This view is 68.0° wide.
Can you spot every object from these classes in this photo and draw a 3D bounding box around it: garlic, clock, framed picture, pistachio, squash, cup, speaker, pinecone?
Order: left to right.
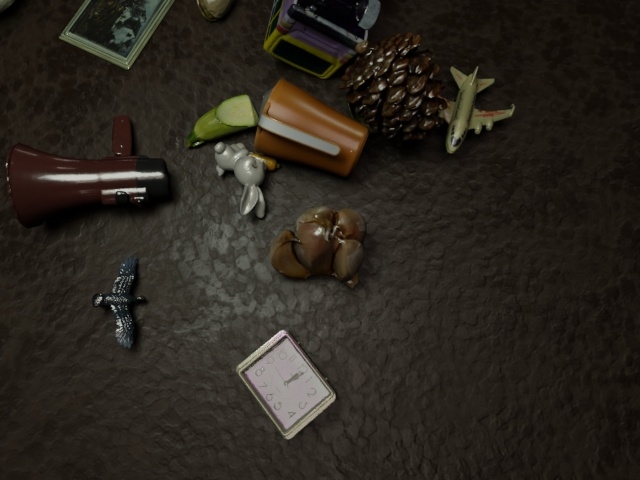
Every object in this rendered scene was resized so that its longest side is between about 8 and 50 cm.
[{"bbox_3d":[-0.542,-0.163,1.155,0.329,0.198,0.259,-9,35,-16],"label":"speaker"},{"bbox_3d":[-0.552,-0.633,1.309,0.232,0.019,0.297,25,78,7],"label":"framed picture"},{"bbox_3d":[-0.280,-0.668,1.278,0.112,0.113,0.149,16,92,5],"label":"pistachio"},{"bbox_3d":[-0.254,-0.293,1.190,0.200,0.075,0.090,-27,103,-5],"label":"squash"},{"bbox_3d":[-0.072,0.308,1.037,0.146,0.071,0.192,-37,78,-8],"label":"clock"},{"bbox_3d":[-0.029,-0.251,1.113,0.263,0.226,0.183,22,109,0],"label":"cup"},{"bbox_3d":[0.000,0.000,1.076,0.213,0.191,0.160,10,51,15],"label":"garlic"},{"bbox_3d":[0.176,-0.345,1.080,0.272,0.224,0.224,43,78,-24],"label":"pinecone"}]

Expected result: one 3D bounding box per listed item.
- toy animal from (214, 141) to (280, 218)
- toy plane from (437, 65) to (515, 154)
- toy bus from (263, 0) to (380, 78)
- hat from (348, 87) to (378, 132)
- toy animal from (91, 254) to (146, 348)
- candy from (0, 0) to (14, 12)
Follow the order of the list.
[{"bbox_3d":[-0.174,-0.155,1.160,0.181,0.131,0.127,45,112,18],"label":"toy animal"},{"bbox_3d":[0.350,-0.318,1.174,0.241,0.104,0.256,19,77,3],"label":"toy plane"},{"bbox_3d":[0.017,-0.664,1.191,0.209,0.249,0.441,16,75,-25],"label":"toy bus"},{"bbox_3d":[0.103,-0.341,1.208,0.145,0.067,0.146,-1,92,-39],"label":"hat"},{"bbox_3d":[-0.459,0.138,1.090,0.107,0.062,0.221,-3,70,1],"label":"toy animal"},{"bbox_3d":[-0.934,-0.705,1.251,0.295,0.185,0.296,4,62,-7],"label":"candy"}]
